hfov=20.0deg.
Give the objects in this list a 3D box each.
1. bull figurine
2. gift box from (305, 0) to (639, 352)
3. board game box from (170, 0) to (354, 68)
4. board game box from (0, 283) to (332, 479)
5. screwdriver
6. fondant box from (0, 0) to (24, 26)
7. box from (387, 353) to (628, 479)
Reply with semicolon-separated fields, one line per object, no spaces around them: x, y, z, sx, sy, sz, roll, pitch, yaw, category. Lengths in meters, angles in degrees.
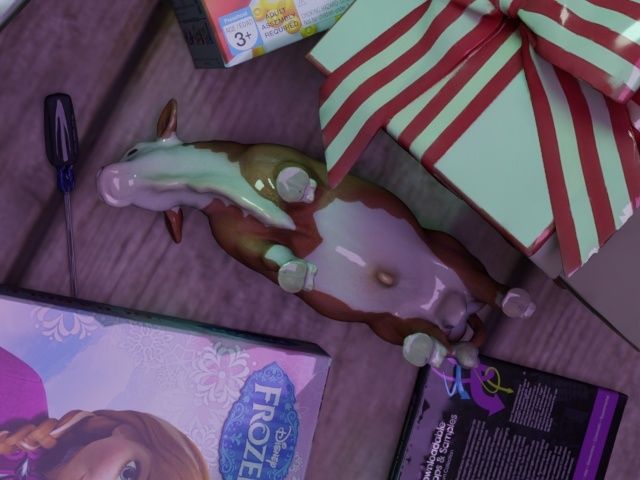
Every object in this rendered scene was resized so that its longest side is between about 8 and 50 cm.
0.000;0.000;1.257;0.310;0.188;0.101;23;96;-19;bull figurine
0.162;-0.085;1.159;0.276;0.255;0.258;-52;145;0;gift box
-0.061;-0.270;1.233;0.142;0.144;0.275;-23;100;-10;board game box
-0.180;0.201;1.288;0.318;0.066;0.319;11;95;-13;board game box
-0.182;-0.022;1.299;0.024;0.025;0.170;-6;105;-12;screwdriver
-0.220;-0.173;1.113;0.096;0.330;0.238;43;85;-12;fondant box
0.142;0.151;1.374;0.162;0.029;0.116;16;91;-14;box
